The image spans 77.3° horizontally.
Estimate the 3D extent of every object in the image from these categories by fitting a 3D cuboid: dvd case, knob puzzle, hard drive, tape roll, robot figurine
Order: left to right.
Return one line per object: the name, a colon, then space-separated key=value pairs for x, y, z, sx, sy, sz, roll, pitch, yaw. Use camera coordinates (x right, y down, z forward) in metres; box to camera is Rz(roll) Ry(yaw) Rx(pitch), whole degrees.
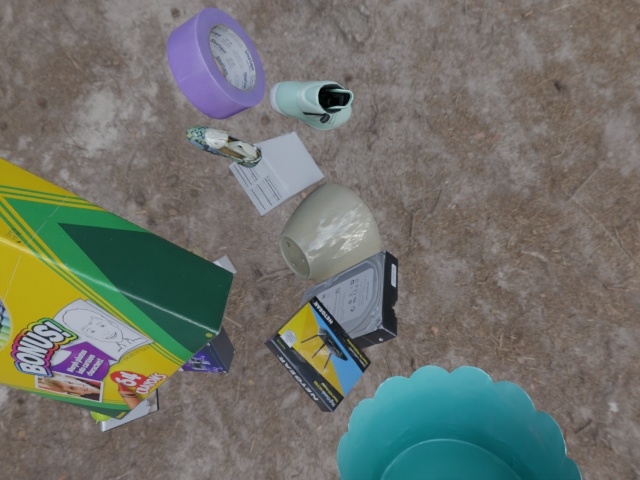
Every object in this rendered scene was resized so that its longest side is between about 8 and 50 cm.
robot figurine: x=-0.598 y=0.453 z=1.121 sx=0.067 sy=0.115 sz=0.101 roll=37 pitch=107 yaw=-25
dvd case: x=-0.610 y=0.450 z=1.274 sx=0.022 sy=0.180 sz=0.252 roll=-1 pitch=93 yaw=41
knob puzzle: x=-0.599 y=0.095 z=1.745 sx=0.213 sy=0.213 sz=0.029 roll=-19 pitch=124 yaw=1
tape roll: x=-0.198 y=-0.343 z=0.788 sx=0.080 sy=0.189 sz=0.188 roll=-13 pitch=81 yaw=29
hard drive: x=0.060 y=0.189 z=1.078 sx=0.064 sy=0.339 sz=0.236 roll=34 pitch=45 yaw=-26

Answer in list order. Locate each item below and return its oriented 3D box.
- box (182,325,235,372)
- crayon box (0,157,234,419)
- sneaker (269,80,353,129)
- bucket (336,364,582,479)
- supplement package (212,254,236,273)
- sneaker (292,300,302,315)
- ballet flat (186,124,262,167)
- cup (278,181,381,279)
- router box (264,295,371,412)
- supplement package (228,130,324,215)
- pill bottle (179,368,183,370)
box: x=-0.432 y=0.362 z=1.420 sx=0.185 sy=0.261 sz=0.103 roll=-2 pitch=44 yaw=8
crayon box: x=-0.347 y=0.101 z=0.541 sx=0.313 sy=0.106 sz=0.363 roll=30 pitch=129 yaw=-24
sneaker: x=0.028 y=-0.293 z=0.886 sx=0.151 sy=0.256 sz=0.094 roll=16 pitch=107 yaw=36
bucket: x=0.167 y=0.324 z=0.513 sx=0.282 sy=0.281 sz=0.183 roll=-14 pitch=124 yaw=2
supplement package: x=-0.520 y=0.163 z=1.935 sx=0.179 sy=0.105 sz=0.105 roll=-28 pitch=95 yaw=16
sneaker: x=-0.074 y=0.313 z=1.732 sx=0.082 sy=0.094 sz=0.208 roll=10 pitch=78 yaw=32
ballet flat: x=-0.220 y=-0.230 z=0.951 sx=0.070 sy=0.189 sz=0.070 roll=-19 pitch=65 yaw=45
cup: x=0.000 y=0.000 z=1.344 sx=0.237 sy=0.331 sz=0.331 roll=-32 pitch=81 yaw=-28
router box: x=-0.002 y=0.220 z=0.782 sx=0.179 sy=0.046 sz=0.133 roll=50 pitch=55 yaw=-2
supplement package: x=-0.145 y=-0.240 z=1.403 sx=0.145 sy=0.262 sz=0.204 roll=-31 pitch=96 yaw=36
pill bottle: x=-0.553 y=0.433 z=1.744 sx=0.136 sy=0.136 sz=0.245 roll=35 pitch=42 yaw=7
